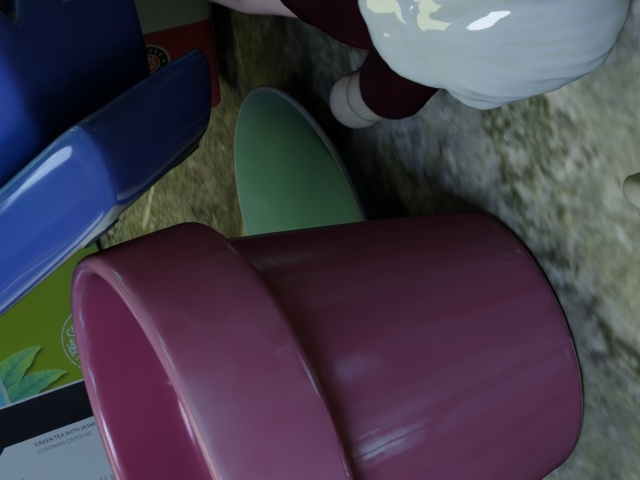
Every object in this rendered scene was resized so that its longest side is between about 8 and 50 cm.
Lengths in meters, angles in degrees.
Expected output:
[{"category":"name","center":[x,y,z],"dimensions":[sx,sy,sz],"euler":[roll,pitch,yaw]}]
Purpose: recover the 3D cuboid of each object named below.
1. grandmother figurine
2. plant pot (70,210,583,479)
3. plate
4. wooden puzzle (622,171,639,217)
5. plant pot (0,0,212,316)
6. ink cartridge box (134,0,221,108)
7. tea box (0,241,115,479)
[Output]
[{"category":"grandmother figurine","center":[0.002,-0.136,0.629],"dimensions":[0.208,0.104,0.342],"euler":[52,170,-35]},{"category":"plant pot","center":[0.007,0.074,0.659],"dimensions":[0.201,0.180,0.201],"euler":[50,150,43]},{"category":"plate","center":[0.000,0.000,0.837],"dimensions":[0.188,0.024,0.188],"euler":[52,153,41]},{"category":"wooden puzzle","center":[0.151,0.118,0.402],"dimensions":[0.221,0.044,0.238],"euler":[36,140,57]},{"category":"plant pot","center":[-0.196,-0.062,0.681],"dimensions":[0.212,0.236,0.236],"euler":[49,-163,-7]},{"category":"ink cartridge box","center":[-0.179,-0.199,0.859],"dimensions":[0.114,0.197,0.272],"euler":[-125,26,-52]},{"category":"tea box","center":[-0.307,0.162,1.466],"dimensions":[0.323,0.220,0.329],"euler":[64,158,17]}]
